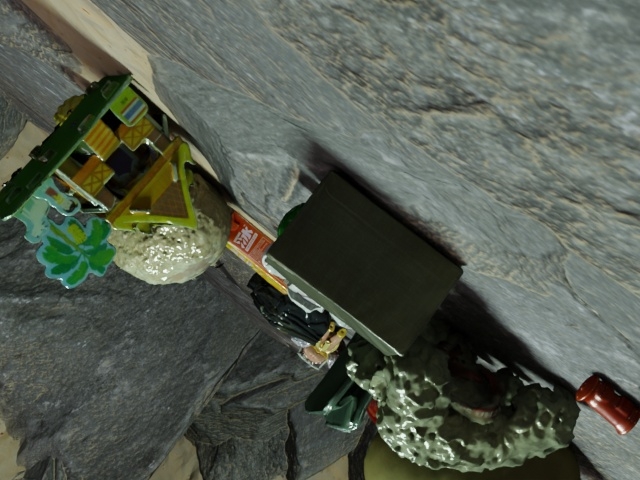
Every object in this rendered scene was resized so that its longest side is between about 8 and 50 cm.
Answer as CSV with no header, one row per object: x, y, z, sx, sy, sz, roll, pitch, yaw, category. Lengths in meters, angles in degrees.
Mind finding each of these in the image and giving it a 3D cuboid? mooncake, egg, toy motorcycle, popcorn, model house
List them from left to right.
-0.471,-0.234,2.095,0.173,0.142,0.173,15,151,8,popcorn
-0.380,-0.075,1.806,0.313,0.358,0.242,44,167,-21,model house
-0.327,-0.034,2.115,0.310,0.279,0.279,-21,127,41,egg
-0.006,0.086,2.040,0.254,0.112,0.112,37,170,-4,toy motorcycle
0.287,0.519,1.960,0.262,0.467,0.467,21,161,48,mooncake

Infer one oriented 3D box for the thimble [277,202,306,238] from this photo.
0.000,0.000,1.536,0.130,0.118,0.090,58,170,-9,thimble

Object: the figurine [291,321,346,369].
0.010,0.289,2.786,0.174,0.116,0.240,35,164,0,figurine

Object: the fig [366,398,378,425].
0.179,0.332,2.319,0.203,0.186,0.250,29,-146,-54,fig

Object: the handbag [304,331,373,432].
0.080,0.262,2.030,0.079,0.260,0.247,36,166,-5,handbag

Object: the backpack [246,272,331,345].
-0.085,0.142,2.460,0.206,0.133,0.258,34,180,-35,backpack

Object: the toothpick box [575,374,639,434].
0.396,0.225,1.370,0.083,0.047,0.047,38,170,-2,toothpick box

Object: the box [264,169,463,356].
0.056,0.034,1.397,0.231,0.155,0.149,36,173,0,box

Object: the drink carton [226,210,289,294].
-0.137,0.029,2.261,0.223,0.071,0.096,40,170,-7,drink carton

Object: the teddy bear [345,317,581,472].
0.198,0.219,1.649,0.357,0.225,0.368,19,-157,-22,teddy bear
